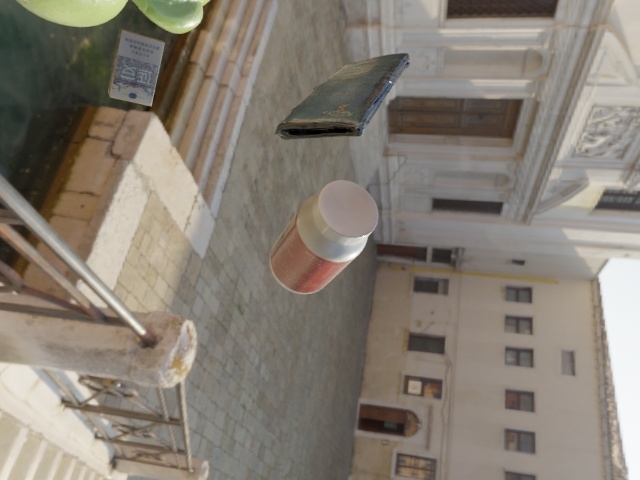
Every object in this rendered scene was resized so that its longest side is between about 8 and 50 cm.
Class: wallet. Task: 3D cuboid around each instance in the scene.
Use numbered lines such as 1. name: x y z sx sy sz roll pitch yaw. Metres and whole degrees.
1. wallet: 0.063 -0.323 1.177 0.379 0.191 0.046 -57 140 -46

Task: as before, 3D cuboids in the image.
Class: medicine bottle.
1. medicine bottle: 0.000 0.000 0.957 0.250 0.131 0.131 130 -25 -56

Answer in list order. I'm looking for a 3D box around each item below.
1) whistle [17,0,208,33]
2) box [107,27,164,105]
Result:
1. whistle: -0.141 -0.254 0.453 0.141 0.294 0.141 37 -46 51
2. box: -0.233 -0.217 0.676 0.024 0.053 0.083 43 -58 51
